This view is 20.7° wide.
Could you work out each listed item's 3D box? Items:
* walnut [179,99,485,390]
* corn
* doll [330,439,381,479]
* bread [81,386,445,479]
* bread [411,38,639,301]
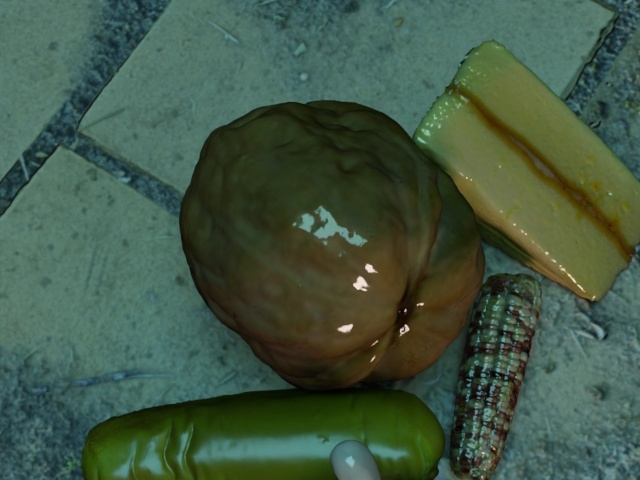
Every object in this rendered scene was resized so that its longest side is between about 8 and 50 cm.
[{"bbox_3d":[0.001,-0.003,1.854,0.306,0.306,0.344,-45,41,-12],"label":"walnut"},{"bbox_3d":[0.187,0.147,1.914,0.079,0.079,0.237,12,75,9],"label":"corn"},{"bbox_3d":[0.084,0.333,1.771,0.242,0.311,0.159,8,25,25],"label":"doll"},{"bbox_3d":[-0.060,0.214,1.853,0.383,0.166,0.112,-4,88,4],"label":"bread"},{"bbox_3d":[0.244,-0.079,1.948,0.264,0.163,0.168,31,73,15],"label":"bread"}]
